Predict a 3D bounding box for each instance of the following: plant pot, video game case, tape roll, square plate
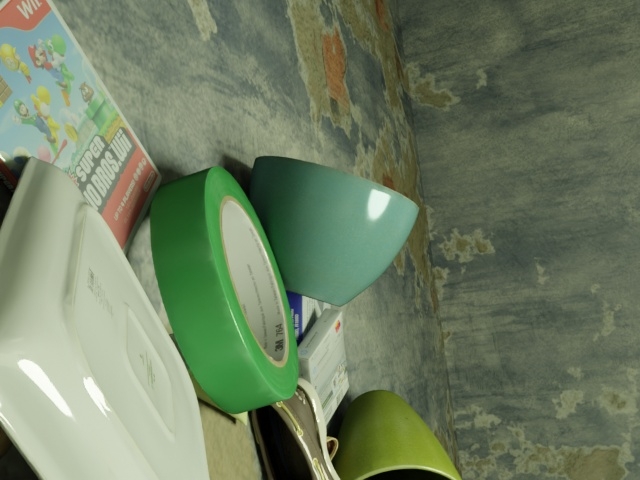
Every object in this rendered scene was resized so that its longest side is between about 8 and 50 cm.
[{"bbox_3d":[0.130,0.441,1.346,0.294,0.274,0.275,-99,171,-63],"label":"plant pot"},{"bbox_3d":[0.000,0.000,1.145,0.290,0.290,0.196,28,78,-67],"label":"plant pot"},{"bbox_3d":[-0.275,-0.110,0.729,0.204,0.025,0.285,-79,153,-45],"label":"video game case"},{"bbox_3d":[-0.119,0.064,0.907,0.321,0.077,0.322,-18,90,-82],"label":"tape roll"},{"bbox_3d":[-0.169,0.122,0.591,0.347,0.049,0.344,-120,-171,-60],"label":"square plate"}]

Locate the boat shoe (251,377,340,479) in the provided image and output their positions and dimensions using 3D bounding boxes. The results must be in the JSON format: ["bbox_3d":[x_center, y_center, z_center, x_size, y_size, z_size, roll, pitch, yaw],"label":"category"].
[{"bbox_3d":[-0.026,0.382,1.058,0.096,0.116,0.325,-7,80,-54],"label":"boat shoe"}]

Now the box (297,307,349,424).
[{"bbox_3d":[0.004,0.243,1.250,0.145,0.038,0.186,-50,143,-49],"label":"box"}]

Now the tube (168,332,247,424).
[{"bbox_3d":[-0.146,0.188,0.925,0.070,0.062,0.240,-51,152,-7],"label":"tube"}]

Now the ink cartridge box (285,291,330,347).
[{"bbox_3d":[-0.035,0.109,1.291,0.224,0.045,0.224,41,44,-61],"label":"ink cartridge box"}]

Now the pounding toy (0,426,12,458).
[{"bbox_3d":[-0.270,0.026,0.477,0.154,0.154,0.270,-78,155,-43],"label":"pounding toy"}]

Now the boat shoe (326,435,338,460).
[{"bbox_3d":[-0.012,0.390,1.201,0.170,0.059,0.063,-40,119,-68],"label":"boat shoe"}]
